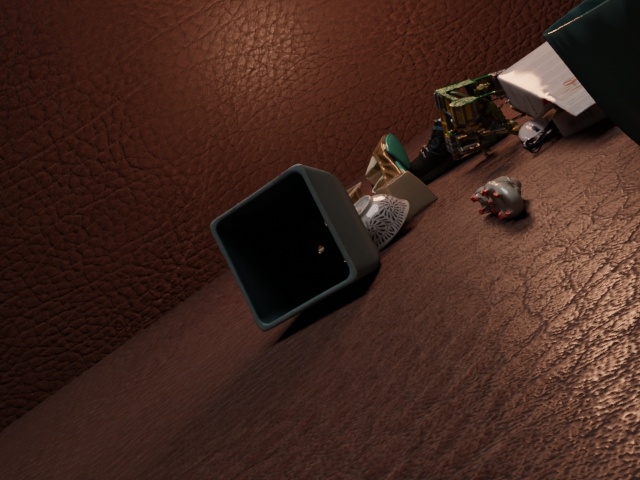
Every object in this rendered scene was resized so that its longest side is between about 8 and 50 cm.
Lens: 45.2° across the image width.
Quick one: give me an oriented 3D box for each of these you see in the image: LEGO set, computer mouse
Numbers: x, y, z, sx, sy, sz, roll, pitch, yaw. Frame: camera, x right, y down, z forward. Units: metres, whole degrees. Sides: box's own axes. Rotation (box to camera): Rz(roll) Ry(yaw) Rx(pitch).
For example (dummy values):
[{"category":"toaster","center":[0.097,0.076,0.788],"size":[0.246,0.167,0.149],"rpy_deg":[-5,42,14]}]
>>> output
[{"category":"LEGO set","center":[0.436,-0.292,1.854],"size":[0.331,0.192,0.255],"rpy_deg":[-22,23,-12]},{"category":"computer mouse","center":[0.462,-0.235,1.655],"size":[0.106,0.042,0.193],"rpy_deg":[-45,4,6]}]

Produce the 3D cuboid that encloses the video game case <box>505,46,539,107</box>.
[{"category":"video game case","center":[0.636,-0.498,2.365],"size":[0.166,0.119,0.015],"rpy_deg":[-34,11,8]}]

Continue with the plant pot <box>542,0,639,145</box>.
[{"category":"plant pot","center":[0.442,-0.220,0.865],"size":[0.293,0.235,0.293],"rpy_deg":[-34,6,4]}]

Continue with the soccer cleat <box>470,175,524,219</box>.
[{"category":"soccer cleat","center":[0.306,-0.079,1.278],"size":[0.076,0.068,0.196],"rpy_deg":[-32,4,0]}]

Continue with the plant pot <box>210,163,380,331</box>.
[{"category":"plant pot","center":[-0.018,0.008,1.569],"size":[0.248,0.247,0.252],"rpy_deg":[-32,-11,27]}]

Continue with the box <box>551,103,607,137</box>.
[{"category":"box","center":[0.626,-0.335,1.555],"size":[0.232,0.058,0.322],"rpy_deg":[-28,11,45]}]

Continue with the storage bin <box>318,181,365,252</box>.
[{"category":"storage bin","center":[0.000,0.000,1.962],"size":[0.262,0.123,0.260],"rpy_deg":[-31,7,26]}]

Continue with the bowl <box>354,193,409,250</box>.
[{"category":"bowl","center":[0.113,-0.050,1.733],"size":[0.170,0.080,0.170],"rpy_deg":[-42,21,20]}]

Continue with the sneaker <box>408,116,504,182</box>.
[{"category":"sneaker","center":[0.346,-0.274,2.128],"size":[0.341,0.139,0.125],"rpy_deg":[-33,10,32]}]

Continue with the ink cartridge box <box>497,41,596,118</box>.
[{"category":"ink cartridge box","center":[0.562,-0.349,1.525],"size":[0.308,0.091,0.385],"rpy_deg":[-34,24,5]}]

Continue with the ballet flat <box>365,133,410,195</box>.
[{"category":"ballet flat","center":[0.187,-0.176,2.074],"size":[0.124,0.116,0.342],"rpy_deg":[-42,30,18]}]

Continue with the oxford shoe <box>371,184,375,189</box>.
[{"category":"oxford shoe","center":[0.185,-0.151,2.218],"size":[0.097,0.098,0.271],"rpy_deg":[-34,7,0]}]

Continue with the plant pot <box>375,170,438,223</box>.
[{"category":"plant pot","center":[0.197,-0.105,1.852],"size":[0.109,0.096,0.109],"rpy_deg":[-37,8,-17]}]
